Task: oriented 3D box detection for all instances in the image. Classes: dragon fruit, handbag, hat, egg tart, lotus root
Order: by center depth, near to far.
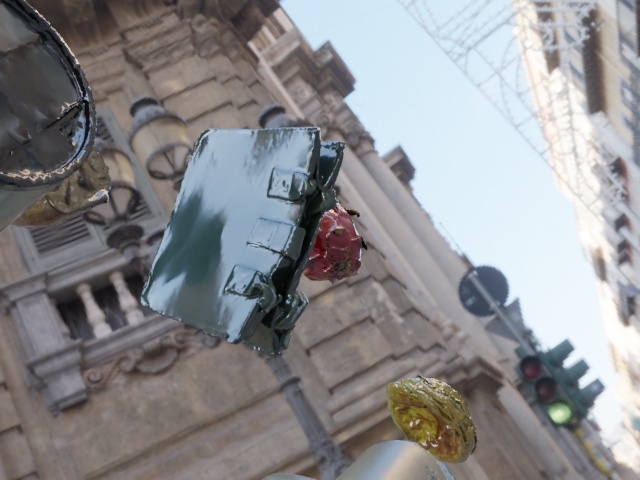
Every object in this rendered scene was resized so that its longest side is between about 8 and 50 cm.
[{"bbox_3d":[0.002,0.152,0.443,0.147,0.085,0.175,-13,12,32],"label":"hat"},{"bbox_3d":[-0.091,-0.011,0.893,0.079,0.260,0.247,24,-98,-37],"label":"handbag"},{"bbox_3d":[0.135,0.204,0.911,0.052,0.130,0.130,-39,-22,-31],"label":"egg tart"},{"bbox_3d":[-0.442,-0.094,1.123,0.180,0.188,0.199,-27,0,26],"label":"lotus root"},{"bbox_3d":[0.000,0.000,1.277,0.136,0.166,0.133,-14,-27,-49],"label":"dragon fruit"}]

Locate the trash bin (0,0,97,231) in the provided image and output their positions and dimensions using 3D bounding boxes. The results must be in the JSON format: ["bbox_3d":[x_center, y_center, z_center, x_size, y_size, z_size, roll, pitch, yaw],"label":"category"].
[{"bbox_3d":[-0.369,-0.085,0.691,0.262,0.217,0.277,-29,-58,30],"label":"trash bin"}]
